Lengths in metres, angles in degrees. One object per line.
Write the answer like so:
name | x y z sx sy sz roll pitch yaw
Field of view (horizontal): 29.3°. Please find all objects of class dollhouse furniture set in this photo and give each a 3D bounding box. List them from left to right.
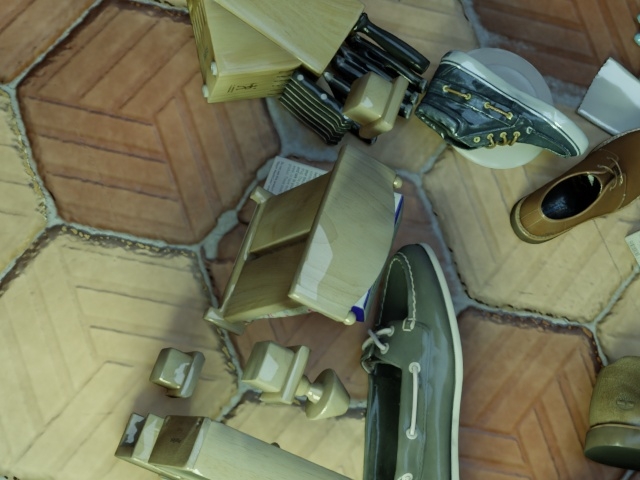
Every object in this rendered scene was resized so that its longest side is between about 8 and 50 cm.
dollhouse furniture set | -0.006 0.068 1.115 0.174 0.303 0.355 27 71 -21

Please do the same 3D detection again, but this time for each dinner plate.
dinner plate | 0.196 -0.148 1.353 0.141 0.017 0.141 3 75 -12

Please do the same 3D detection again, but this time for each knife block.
knife block | -0.012 -0.233 1.285 0.242 0.088 0.275 -10 80 -16

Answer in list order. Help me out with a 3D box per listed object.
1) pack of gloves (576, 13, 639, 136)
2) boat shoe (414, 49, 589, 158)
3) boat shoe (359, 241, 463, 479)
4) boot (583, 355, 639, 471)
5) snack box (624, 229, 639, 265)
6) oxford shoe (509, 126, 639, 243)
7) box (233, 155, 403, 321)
pack of gloves | 0.436 -0.161 1.399 0.232 0.046 0.195 35 71 -4
boat shoe | 0.191 -0.120 1.308 0.183 0.065 0.083 32 81 -1
boat shoe | 0.079 0.167 1.203 0.096 0.112 0.335 -1 81 -18
boot | 0.431 0.197 1.289 0.305 0.112 0.115 14 64 -8
snack box | 0.393 0.065 1.325 0.022 0.064 0.178 -27 85 -17
oxford shoe | 0.308 -0.064 1.329 0.212 0.076 0.076 -32 85 -18
box | 0.000 0.000 1.226 0.137 0.072 0.126 18 74 9
